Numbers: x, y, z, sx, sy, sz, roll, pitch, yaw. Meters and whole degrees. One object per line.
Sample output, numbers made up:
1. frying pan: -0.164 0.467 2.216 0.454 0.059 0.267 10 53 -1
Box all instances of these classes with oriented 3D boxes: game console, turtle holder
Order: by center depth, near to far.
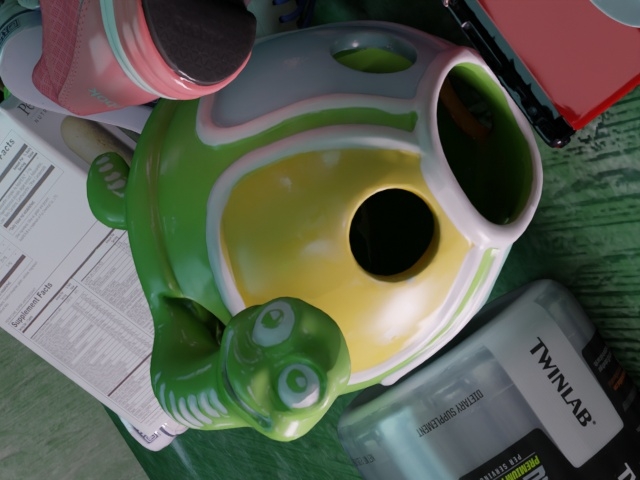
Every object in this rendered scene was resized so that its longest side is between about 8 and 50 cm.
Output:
1. game console: 0.126 -0.134 0.822 0.144 0.085 0.124 55 -168 5
2. turtle holder: -0.003 -0.019 0.890 0.227 0.320 0.243 -21 86 34

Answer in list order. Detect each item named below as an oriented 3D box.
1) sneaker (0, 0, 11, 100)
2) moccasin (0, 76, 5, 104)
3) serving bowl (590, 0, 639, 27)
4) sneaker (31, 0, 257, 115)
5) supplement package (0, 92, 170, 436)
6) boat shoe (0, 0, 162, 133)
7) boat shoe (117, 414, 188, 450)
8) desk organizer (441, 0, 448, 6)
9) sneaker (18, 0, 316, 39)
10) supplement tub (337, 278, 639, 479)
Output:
1. sneaker: -0.204 -0.116 1.383 0.202 0.185 0.483 48 161 34
2. moccasin: -0.330 -0.127 1.714 0.380 0.147 0.139 50 160 16
3. serving bowl: 0.154 -0.149 0.706 0.083 0.027 0.083 47 159 24
4. sneaker: -0.126 -0.217 0.812 0.136 0.116 0.314 -17 67 36
5. supplement package: -0.161 -0.021 1.186 0.263 0.199 0.198 38 129 -10
6. boat shoe: -0.122 -0.124 1.075 0.258 0.095 0.084 23 -153 -30
7. boat shoe: -0.141 0.118 1.694 0.136 0.156 0.367 53 -170 -6
8. desk organizer: 0.081 -0.192 0.739 0.130 0.050 0.047 89 159 -45
9. sneaker: -0.044 -0.209 0.949 0.315 0.182 0.127 -14 68 43
10. supplement tub: 0.171 0.201 0.979 0.316 0.193 0.193 55 161 2
